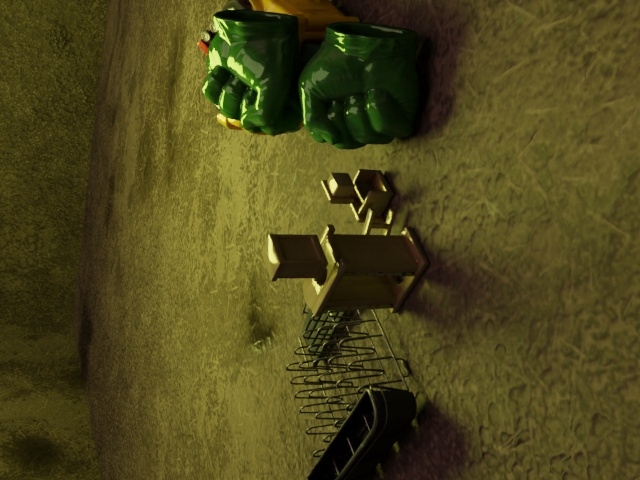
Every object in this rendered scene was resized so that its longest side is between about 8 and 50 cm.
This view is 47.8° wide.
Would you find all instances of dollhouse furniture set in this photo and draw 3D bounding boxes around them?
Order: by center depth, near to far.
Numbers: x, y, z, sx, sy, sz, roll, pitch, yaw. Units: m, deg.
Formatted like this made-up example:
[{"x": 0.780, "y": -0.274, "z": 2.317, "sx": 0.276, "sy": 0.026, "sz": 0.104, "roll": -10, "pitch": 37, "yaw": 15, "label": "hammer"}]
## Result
[{"x": 0.000, "y": 0.000, "z": 0.835, "sx": 0.101, "sy": 0.182, "sz": 0.161, "roll": -63, "pitch": 36, "yaw": 41, "label": "dollhouse furniture set"}]

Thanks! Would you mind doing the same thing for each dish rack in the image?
[{"x": 0.020, "y": 0.159, "z": 0.910, "sx": 0.208, "sy": 0.074, "sz": 0.271, "roll": -63, "pitch": 36, "yaw": 40, "label": "dish rack"}]

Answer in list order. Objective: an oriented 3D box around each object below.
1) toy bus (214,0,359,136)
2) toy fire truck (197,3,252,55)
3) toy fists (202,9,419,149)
[{"x": -0.031, "y": -0.223, "z": 0.985, "sx": 0.211, "sy": 0.149, "sz": 0.220, "roll": 42, "pitch": 130, "yaw": 37, "label": "toy bus"}, {"x": -0.133, "y": -0.318, "z": 1.226, "sx": 0.192, "sy": 0.135, "sz": 0.047, "roll": -34, "pitch": 13, "yaw": 37, "label": "toy fire truck"}, {"x": -0.018, "y": -0.184, "z": 0.855, "sx": 0.279, "sy": 0.096, "sz": 0.142, "roll": 13, "pitch": 120, "yaw": 21, "label": "toy fists"}]
